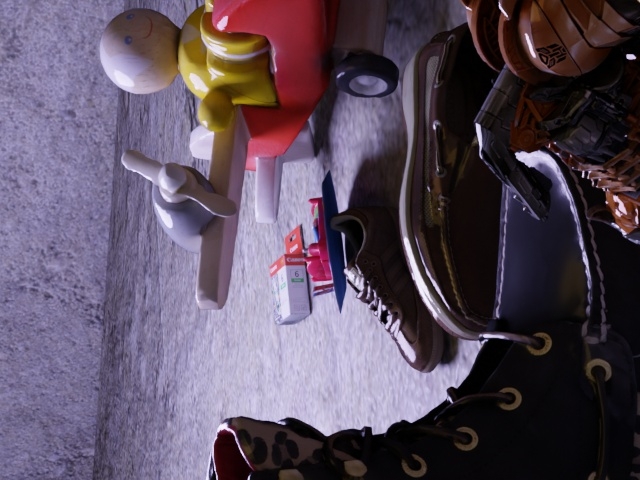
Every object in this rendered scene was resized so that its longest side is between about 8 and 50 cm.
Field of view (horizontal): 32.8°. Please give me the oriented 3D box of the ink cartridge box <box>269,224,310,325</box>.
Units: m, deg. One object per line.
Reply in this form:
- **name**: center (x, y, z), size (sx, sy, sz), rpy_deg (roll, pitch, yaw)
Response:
- **ink cartridge box**: center (-0.041, 0.043, 1.350), size (0.063, 0.029, 0.115), rpy_deg (139, 127, -64)

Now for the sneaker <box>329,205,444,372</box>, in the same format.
- **sneaker**: center (0.058, 0.047, 1.032), size (0.066, 0.071, 0.188), rpy_deg (112, 150, -44)

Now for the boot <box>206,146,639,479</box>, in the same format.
- **boot**: center (0.078, 0.119, 0.680), size (0.138, 0.284, 0.377), rpy_deg (175, 94, -69)

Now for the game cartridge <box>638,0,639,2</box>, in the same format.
- **game cartridge**: center (0.264, -0.114, 0.292), size (0.285, 0.053, 0.323), rpy_deg (50, 134, 17)

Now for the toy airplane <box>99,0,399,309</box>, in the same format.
- **toy airplane**: center (-0.098, -0.172, 1.147), size (0.386, 0.272, 0.384), rpy_deg (-110, 33, -63)

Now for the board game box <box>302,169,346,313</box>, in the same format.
- **board game box**: center (0.000, 0.000, 1.133), size (0.168, 0.033, 0.133), rpy_deg (-71, -27, -78)

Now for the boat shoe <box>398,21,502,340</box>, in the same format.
- **boat shoe**: center (0.116, -0.054, 0.853), size (0.095, 0.095, 0.257), rpy_deg (-38, 54, 57)

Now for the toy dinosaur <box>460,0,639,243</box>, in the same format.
- **toy dinosaur**: center (0.153, -0.131, 0.556), size (0.164, 0.218, 0.322), rpy_deg (46, 177, 41)
